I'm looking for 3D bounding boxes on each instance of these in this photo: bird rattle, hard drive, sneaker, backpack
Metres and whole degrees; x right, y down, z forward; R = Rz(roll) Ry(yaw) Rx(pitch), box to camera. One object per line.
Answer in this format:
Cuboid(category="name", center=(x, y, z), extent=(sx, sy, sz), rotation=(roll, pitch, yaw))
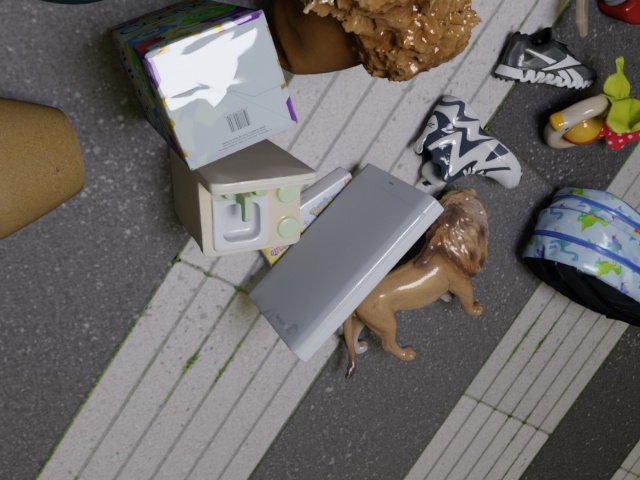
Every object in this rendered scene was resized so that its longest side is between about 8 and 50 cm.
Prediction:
Cuboid(category="bird rattle", center=(0.543, -0.246, 1.260), extent=(0.207, 0.253, 0.143), rotation=(-18, 82, 13))
Cuboid(category="hard drive", center=(0.030, 0.024, 1.018), extent=(0.307, 0.203, 0.040), rotation=(-47, 124, -2))
Cuboid(category="sneaker", center=(0.263, -0.139, 1.189), extent=(0.153, 0.094, 0.235), rotation=(-49, 124, 1))
Cuboid(category="sneaker", center=(0.439, -0.343, 1.198), extent=(0.235, 0.078, 0.106), rotation=(-1, 114, -25))
Cuboid(category="backpack", center=(0.599, 0.041, 1.353), extent=(0.356, 0.290, 0.273), rotation=(11, 98, -24))

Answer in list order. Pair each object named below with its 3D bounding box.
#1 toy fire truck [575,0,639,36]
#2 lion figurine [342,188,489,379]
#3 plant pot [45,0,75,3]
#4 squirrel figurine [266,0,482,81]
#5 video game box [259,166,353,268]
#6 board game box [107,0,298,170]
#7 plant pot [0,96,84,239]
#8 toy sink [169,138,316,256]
Cuboid(category="toy fire truck", center=(0.543, -0.466, 1.168), extent=(0.246, 0.158, 0.217), rotation=(-43, 125, 10))
Cuboid(category="lion figurine", center=(0.171, 0.085, 1.208), extent=(0.392, 0.142, 0.240), rotation=(-36, 129, -12))
Cuboid(category="plant pot", center=(-0.280, -0.409, 0.705), extent=(0.293, 0.235, 0.292), rotation=(-11, 116, -24))
Cuboid(category="squirrel figurine", center=(0.029, -0.396, 0.770), extent=(0.281, 0.397, 0.370), rotation=(-28, 134, -6))
Cuboid(category="video game box", center=(0.000, 0.000, 1.143), extent=(0.205, 0.048, 0.187), rotation=(-35, 121, -10))
Cuboid(category="board game box", center=(-0.162, -0.217, 0.824), extent=(0.144, 0.275, 0.142), rotation=(-26, 121, -15))
Cuboid(category="plant pot", center=(-0.441, -0.086, 0.792), extent=(0.255, 0.237, 0.237), rotation=(-19, 120, -37))
Cuboid(category="toy sink", center=(-0.118, -0.063, 0.941), extent=(0.153, 0.234, 0.131), rotation=(-10, 116, -24))
